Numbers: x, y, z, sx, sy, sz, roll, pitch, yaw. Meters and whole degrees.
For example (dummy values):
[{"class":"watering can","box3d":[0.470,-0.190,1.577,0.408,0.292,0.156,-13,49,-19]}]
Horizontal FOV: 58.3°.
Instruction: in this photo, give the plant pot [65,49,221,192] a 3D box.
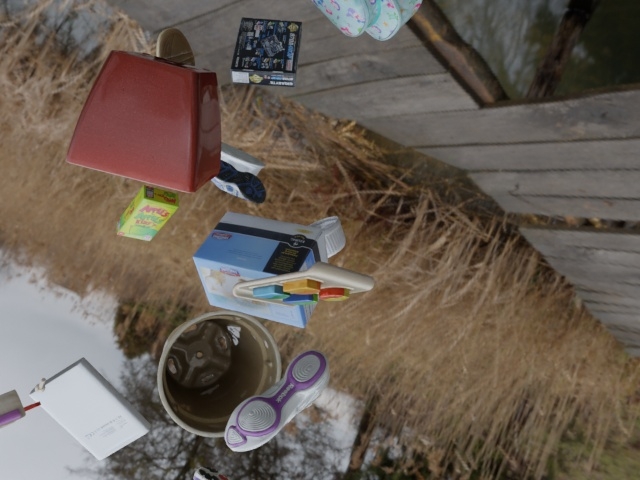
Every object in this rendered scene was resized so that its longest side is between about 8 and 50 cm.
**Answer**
[{"class":"plant pot","box3d":[-0.349,-0.269,1.237,0.267,0.236,0.267,14,-164,-2]}]

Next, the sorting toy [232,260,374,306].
[{"class":"sorting toy","box3d":[-0.030,0.094,1.082,0.208,0.038,0.193,-18,157,34]}]

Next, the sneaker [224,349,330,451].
[{"class":"sneaker","box3d":[-0.088,0.402,1.381,0.114,0.305,0.152,45,165,30]}]

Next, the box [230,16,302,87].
[{"class":"box","box3d":[-0.145,-0.521,1.579,0.175,0.220,0.051,4,148,0]}]

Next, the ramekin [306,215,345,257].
[{"class":"ramekin","box3d":[0.000,0.000,2.229,0.207,0.207,0.109,5,123,64]}]

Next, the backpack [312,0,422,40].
[{"class":"backpack","box3d":[0.110,-0.602,1.365,0.253,0.191,0.225,39,168,-8]}]

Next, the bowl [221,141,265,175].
[{"class":"bowl","box3d":[-0.378,-0.301,2.284,0.297,0.134,0.298,25,-169,-5]}]

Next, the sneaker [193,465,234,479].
[{"class":"sneaker","box3d":[-0.254,0.651,1.476,0.169,0.071,0.068,28,-166,18]}]

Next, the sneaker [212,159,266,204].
[{"class":"sneaker","box3d":[-0.261,-0.180,1.778,0.211,0.080,0.081,34,157,-26]}]

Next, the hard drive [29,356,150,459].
[{"class":"hard drive","box3d":[-0.797,0.591,1.997,0.353,0.233,0.047,55,-169,-21]}]

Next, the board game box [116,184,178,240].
[{"class":"board game box","box3d":[-0.448,-0.067,1.480,0.092,0.043,0.181,14,143,-35]}]

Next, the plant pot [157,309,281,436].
[{"class":"plant pot","box3d":[-0.318,0.353,1.651,0.333,0.334,0.305,29,168,-21]}]

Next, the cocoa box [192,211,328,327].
[{"class":"cocoa box","box3d":[-0.175,0.086,1.786,0.346,0.228,0.232,11,136,21]}]

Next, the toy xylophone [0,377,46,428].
[{"class":"toy xylophone","box3d":[-0.867,0.468,1.581,0.081,0.236,0.322,66,152,5]}]

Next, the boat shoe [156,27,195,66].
[{"class":"boat shoe","box3d":[-0.467,-0.517,1.809,0.123,0.123,0.342,40,153,30]}]
